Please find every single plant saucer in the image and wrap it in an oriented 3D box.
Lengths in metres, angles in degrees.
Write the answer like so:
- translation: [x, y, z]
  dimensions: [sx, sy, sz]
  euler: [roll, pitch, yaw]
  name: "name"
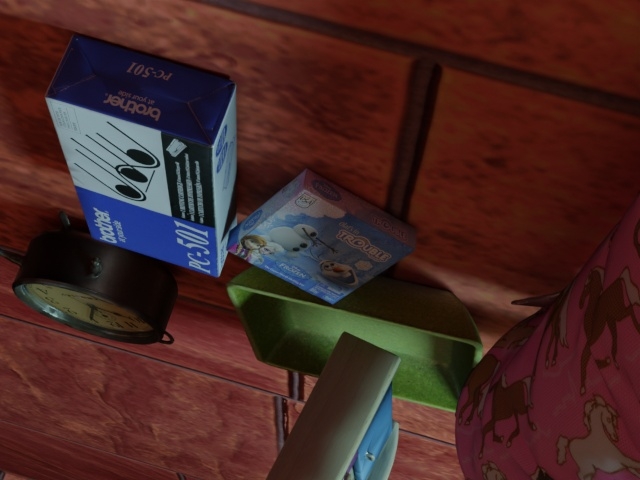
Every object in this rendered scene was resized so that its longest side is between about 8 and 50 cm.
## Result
- translation: [0.034, 0.069, 0.859]
  dimensions: [0.188, 0.045, 0.188]
  euler: [13, 158, 10]
  name: "plant saucer"

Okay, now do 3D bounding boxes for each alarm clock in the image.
- translation: [-0.178, 0.046, 0.936]
  dimensions: [0.129, 0.064, 0.192]
  euler: [6, 153, 26]
  name: "alarm clock"

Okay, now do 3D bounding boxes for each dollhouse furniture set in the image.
- translation: [0.103, 0.258, 0.812]
  dimensions: [0.303, 0.286, 0.198]
  euler: [24, 160, 15]
  name: "dollhouse furniture set"

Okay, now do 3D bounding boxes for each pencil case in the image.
- translation: [0.178, 0.058, 0.558]
  dimensions: [0.167, 0.160, 0.386]
  euler: [47, 161, 13]
  name: "pencil case"

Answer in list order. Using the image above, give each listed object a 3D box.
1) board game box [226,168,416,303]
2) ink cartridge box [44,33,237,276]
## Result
- translation: [0.000, 0.000, 0.722]
  dimensions: [0.090, 0.020, 0.090]
  euler: [27, 138, -25]
  name: "board game box"
- translation: [-0.104, -0.043, 0.693]
  dimensions: [0.097, 0.046, 0.207]
  euler: [17, 158, 3]
  name: "ink cartridge box"
